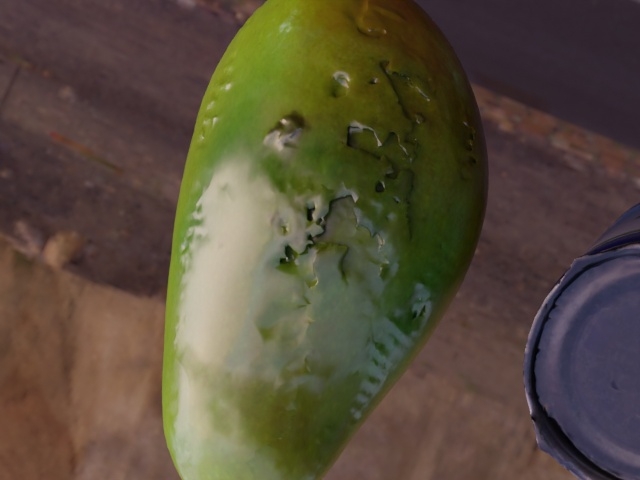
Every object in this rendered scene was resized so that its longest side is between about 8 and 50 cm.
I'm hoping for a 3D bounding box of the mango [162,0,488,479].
[{"bbox_3d":[0.000,0.000,0.559,0.111,0.233,0.125,26,156,-34],"label":"mango"}]

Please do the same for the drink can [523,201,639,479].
[{"bbox_3d":[0.146,0.033,0.570,0.097,0.097,0.235,22,-167,15],"label":"drink can"}]
